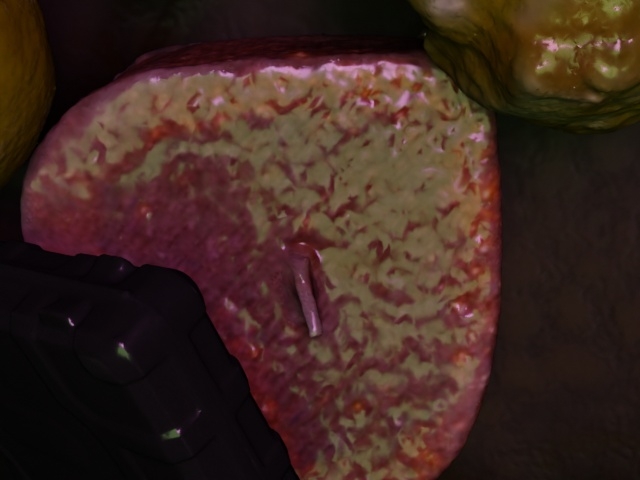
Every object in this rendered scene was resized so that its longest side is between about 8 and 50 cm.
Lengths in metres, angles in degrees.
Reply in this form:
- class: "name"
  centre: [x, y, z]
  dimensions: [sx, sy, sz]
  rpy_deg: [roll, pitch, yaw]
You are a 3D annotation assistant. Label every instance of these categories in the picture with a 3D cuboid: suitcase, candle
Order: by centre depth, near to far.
- class: "suitcase"
  centre: [-0.143, 0.089, 0.655]
  dimensions: [0.285, 0.066, 0.206]
  rpy_deg: [8, 134, 42]
- class: "candle"
  centre: [0.000, 0.000, 0.688]
  dimensions: [0.287, 0.131, 0.317]
  rpy_deg: [-43, 100, 12]

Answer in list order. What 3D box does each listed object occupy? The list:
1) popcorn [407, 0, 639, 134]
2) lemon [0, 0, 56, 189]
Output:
- class: "popcorn"
  centre: [0.109, -0.177, 0.548]
  dimensions: [0.276, 0.276, 0.225]
  rpy_deg: [31, 134, -5]
- class: "lemon"
  centre: [-0.234, -0.093, 0.602]
  dimensions: [0.184, 0.248, 0.184]
  rpy_deg: [-1, 93, -22]
